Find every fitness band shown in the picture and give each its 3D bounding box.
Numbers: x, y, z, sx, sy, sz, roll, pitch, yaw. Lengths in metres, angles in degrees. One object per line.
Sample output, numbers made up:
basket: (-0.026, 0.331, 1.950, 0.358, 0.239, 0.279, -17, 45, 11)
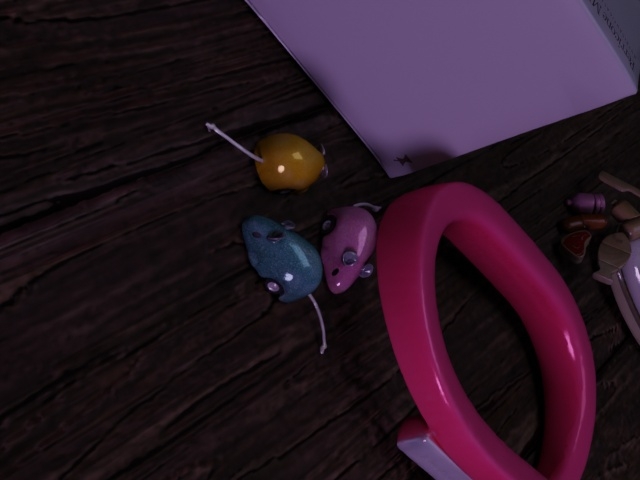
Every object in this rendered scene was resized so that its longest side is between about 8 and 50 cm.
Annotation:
fitness band: (0.127, 0.083, 0.863, 0.291, 0.054, 0.209, 43, 46, -41)

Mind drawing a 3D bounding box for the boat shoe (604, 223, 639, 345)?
boat shoe: (0.381, 0.084, 1.164, 0.302, 0.103, 0.113, 48, 42, -28)

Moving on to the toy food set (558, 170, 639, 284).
toy food set: (0.251, -0.011, 1.083, 0.078, 0.019, 0.122, 30, 51, 17)

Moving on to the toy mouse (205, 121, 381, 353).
toy mouse: (0.000, 0.000, 0.774, 0.161, 0.031, 0.143, 9, 68, -50)

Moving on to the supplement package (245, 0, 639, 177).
supplement package: (0.071, -0.202, 0.808, 0.262, 0.204, 0.145, 47, 43, -29)
